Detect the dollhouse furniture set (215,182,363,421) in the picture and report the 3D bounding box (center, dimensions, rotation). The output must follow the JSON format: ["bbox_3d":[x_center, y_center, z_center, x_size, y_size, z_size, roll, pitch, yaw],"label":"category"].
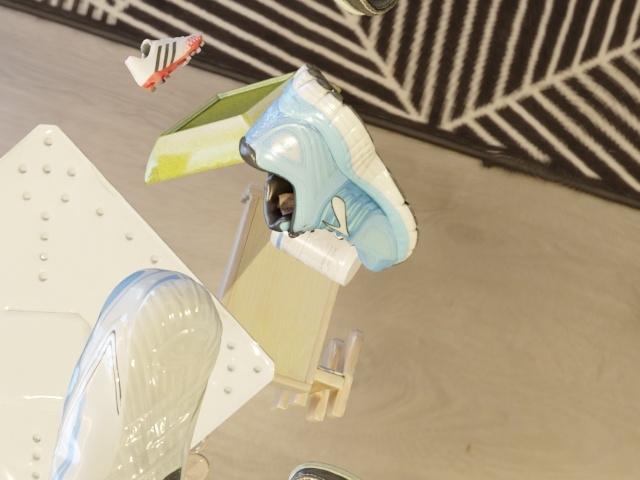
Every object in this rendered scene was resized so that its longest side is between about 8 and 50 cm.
[{"bbox_3d":[-0.101,0.097,1.808,0.362,0.394,0.256,19,76,-10],"label":"dollhouse furniture set"}]

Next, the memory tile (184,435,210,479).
[{"bbox_3d":[-0.198,0.235,1.498,0.113,0.012,0.148,-7,81,7],"label":"memory tile"}]

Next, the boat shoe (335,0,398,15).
[{"bbox_3d":[0.030,-0.272,0.947,0.079,0.233,0.084,30,61,37],"label":"boat shoe"}]

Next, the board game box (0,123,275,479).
[{"bbox_3d":[-0.319,0.130,1.365,0.390,0.050,0.390,-41,102,4],"label":"board game box"}]

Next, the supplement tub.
[{"bbox_3d":[0.000,0.000,1.439,0.107,0.071,0.071,29,99,10],"label":"supplement tub"}]

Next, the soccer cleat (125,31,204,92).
[{"bbox_3d":[-0.125,-0.152,0.959,0.035,0.083,0.029,48,139,-9],"label":"soccer cleat"}]

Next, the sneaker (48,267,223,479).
[{"bbox_3d":[-0.126,0.131,0.724,0.085,0.086,0.237,23,82,-27],"label":"sneaker"}]

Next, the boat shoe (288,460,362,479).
[{"bbox_3d":[0.052,0.373,1.540,0.223,0.073,0.080,38,112,-5],"label":"boat shoe"}]

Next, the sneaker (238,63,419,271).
[{"bbox_3d":[0.000,-0.029,0.667,0.073,0.162,0.063,-36,50,0],"label":"sneaker"}]

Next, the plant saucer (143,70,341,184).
[{"bbox_3d":[-0.098,-0.139,1.378,0.188,0.188,0.045,-10,113,35],"label":"plant saucer"}]
